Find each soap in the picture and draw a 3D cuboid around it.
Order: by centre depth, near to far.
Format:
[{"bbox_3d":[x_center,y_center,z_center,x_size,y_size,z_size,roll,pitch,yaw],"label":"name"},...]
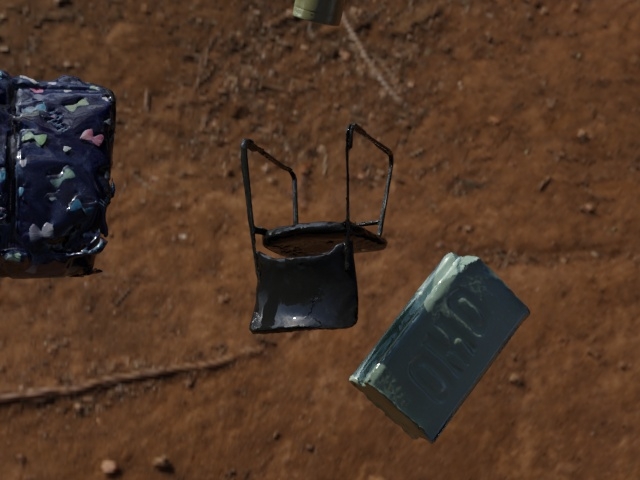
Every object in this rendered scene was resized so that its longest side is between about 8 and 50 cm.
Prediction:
[{"bbox_3d":[0.138,0.120,1.257,0.114,0.063,0.198,43,73,-15],"label":"soap"}]

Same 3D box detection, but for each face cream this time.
[{"bbox_3d":[0.017,-0.416,1.527,0.070,0.224,0.114,2,19,-33],"label":"face cream"}]

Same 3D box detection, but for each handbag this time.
[{"bbox_3d":[-0.306,-0.072,1.182,0.162,0.113,0.260,6,57,-22],"label":"handbag"}]

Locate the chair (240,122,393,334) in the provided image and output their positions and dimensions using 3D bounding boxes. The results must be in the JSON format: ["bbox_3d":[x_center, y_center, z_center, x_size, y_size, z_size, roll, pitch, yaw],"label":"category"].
[{"bbox_3d":[0.000,0.000,1.215,0.140,0.145,0.221,-7,75,23],"label":"chair"}]
